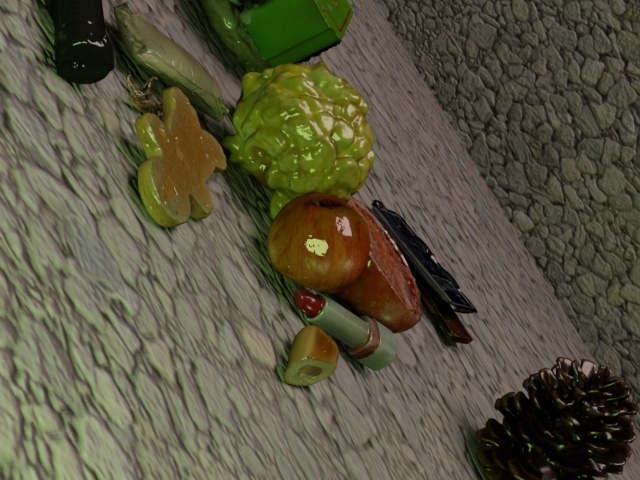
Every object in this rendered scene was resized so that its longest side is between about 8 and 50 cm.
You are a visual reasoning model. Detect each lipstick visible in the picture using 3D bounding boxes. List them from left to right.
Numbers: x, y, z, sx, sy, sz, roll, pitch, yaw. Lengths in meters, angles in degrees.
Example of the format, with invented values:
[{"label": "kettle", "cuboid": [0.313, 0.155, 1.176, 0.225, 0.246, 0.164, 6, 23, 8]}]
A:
[{"label": "lipstick", "cuboid": [0.025, 0.115, 1.333, 0.186, 0.057, 0.063, 35, 31, -35]}]

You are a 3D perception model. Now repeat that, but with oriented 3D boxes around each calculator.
[{"label": "calculator", "cuboid": [0.200, 0.036, 1.877, 0.274, 0.028, 0.166, 52, 13, 20]}]

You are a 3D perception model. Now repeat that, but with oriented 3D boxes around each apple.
[{"label": "apple", "cuboid": [0.000, 0.000, 1.303, 0.146, 0.146, 0.146, 48, 20, -23]}]

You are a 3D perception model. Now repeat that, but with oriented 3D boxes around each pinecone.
[{"label": "pinecone", "cuboid": [0.392, 0.320, 1.550, 0.246, 0.292, 0.246, 17, 31, -10]}]

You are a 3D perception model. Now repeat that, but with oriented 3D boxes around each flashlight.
[{"label": "flashlight", "cuboid": [-0.298, -0.287, 1.167, 0.093, 0.093, 0.232, 35, 33, -47]}]

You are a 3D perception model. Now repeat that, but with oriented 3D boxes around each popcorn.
[{"label": "popcorn", "cuboid": [-0.035, -0.143, 1.398, 0.235, 0.216, 0.181, 33, 40, 15]}]

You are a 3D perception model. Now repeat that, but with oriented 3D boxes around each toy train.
[{"label": "toy train", "cuboid": [-0.061, -0.439, 1.683, 0.248, 0.173, 0.307, 61, 19, -19]}]

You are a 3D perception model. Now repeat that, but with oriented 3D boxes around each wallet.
[{"label": "wallet", "cuboid": [0.225, 0.123, 1.853, 0.095, 0.026, 0.176, 20, 36, -58]}]

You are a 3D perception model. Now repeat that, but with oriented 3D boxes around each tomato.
[{"label": "tomato", "cuboid": [0.069, 0.048, 1.488, 0.236, 0.095, 0.236, 51, 15, -19]}]

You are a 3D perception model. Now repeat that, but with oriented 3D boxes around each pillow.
[{"label": "pillow", "cuboid": [-0.206, -0.246, 1.351, 0.208, 0.053, 0.119, 35, 15, -50]}]

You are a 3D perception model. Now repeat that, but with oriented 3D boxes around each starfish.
[{"label": "starfish", "cuboid": [-0.223, -0.182, 1.250, 0.078, 0.028, 0.091, 53, 20, 9]}]

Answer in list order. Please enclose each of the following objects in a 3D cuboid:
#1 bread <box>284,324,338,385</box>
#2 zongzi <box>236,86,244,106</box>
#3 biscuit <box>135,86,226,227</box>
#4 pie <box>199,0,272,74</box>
[{"label": "bread", "cuboid": [-0.012, 0.150, 1.179, 0.062, 0.049, 0.103, 43, 22, -12]}, {"label": "zongzi", "cuboid": [-0.064, -0.139, 1.518, 0.205, 0.094, 0.204, 33, 51, -32]}, {"label": "biscuit", "cuboid": [-0.177, -0.096, 1.181, 0.153, 0.030, 0.234, 56, 23, -28]}, {"label": "pie", "cuboid": [-0.135, -0.409, 1.795, 0.306, 0.071, 0.306, 47, 22, -25]}]
